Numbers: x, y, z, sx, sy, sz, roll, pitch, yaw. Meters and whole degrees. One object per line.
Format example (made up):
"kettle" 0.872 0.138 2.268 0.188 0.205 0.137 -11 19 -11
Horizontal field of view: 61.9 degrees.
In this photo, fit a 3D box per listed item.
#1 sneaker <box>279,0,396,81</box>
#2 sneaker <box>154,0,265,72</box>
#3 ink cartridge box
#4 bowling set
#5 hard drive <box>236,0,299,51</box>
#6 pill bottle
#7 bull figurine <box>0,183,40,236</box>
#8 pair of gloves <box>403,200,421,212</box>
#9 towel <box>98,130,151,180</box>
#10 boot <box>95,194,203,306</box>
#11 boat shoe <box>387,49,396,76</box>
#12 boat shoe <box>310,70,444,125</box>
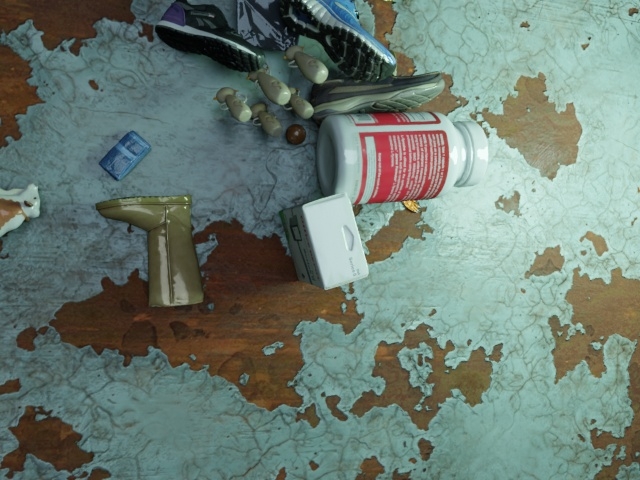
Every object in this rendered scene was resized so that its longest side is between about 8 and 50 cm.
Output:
"sneaker" 0.063 -0.529 1.312 0.330 0.130 0.147 42 65 4
"sneaker" -0.251 -0.511 1.290 0.283 0.107 0.124 23 76 7
"ink cartridge box" 0.000 0.000 1.304 0.114 0.273 0.199 -17 94 -14
"bowling set" -0.118 -0.343 1.360 0.286 0.200 0.154 -29 53 -16
"hard drive" -0.130 -0.616 1.357 0.171 0.054 0.255 1 101 -19
"pill bottle" 0.209 -0.215 1.383 0.407 0.229 0.229 -5 91 -15
"bull figurine" -0.785 -0.044 1.185 0.188 0.101 0.310 44 78 -7
"pair of gloves" 0.270 -0.124 1.511 0.074 0.010 0.083 39 80 -12
"towel" -0.477 -0.207 1.301 0.067 0.029 0.119 42 80 -11
"boot" -0.409 0.028 1.291 0.235 0.089 0.270 -4 93 -15
"boat shoe" 0.182 -0.448 1.474 0.056 0.048 0.153 -1 84 5
"boat shoe" 0.140 -0.398 1.382 0.354 0.132 0.131 -11 85 2
